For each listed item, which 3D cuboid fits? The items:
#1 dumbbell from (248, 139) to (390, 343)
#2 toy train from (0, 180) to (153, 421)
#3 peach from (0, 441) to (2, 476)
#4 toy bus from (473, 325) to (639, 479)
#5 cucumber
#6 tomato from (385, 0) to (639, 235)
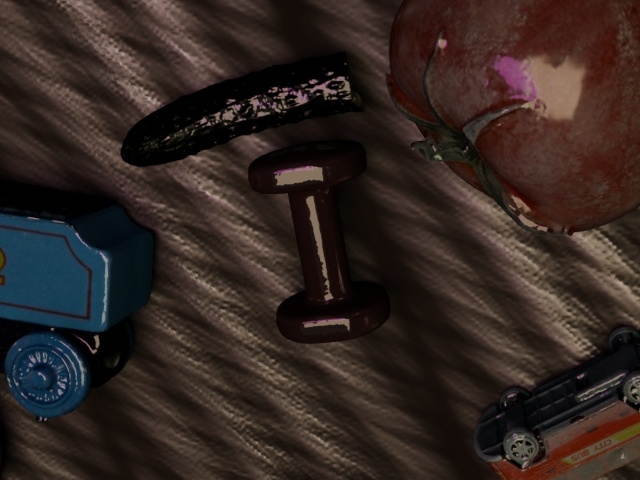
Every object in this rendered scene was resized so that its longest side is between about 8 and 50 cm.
[{"bbox_3d":[0.000,0.000,1.218,0.140,0.124,0.225,-8,105,13],"label":"dumbbell"},{"bbox_3d":[-0.373,0.061,1.281,0.300,0.188,0.265,8,103,11],"label":"toy train"},{"bbox_3d":[-0.507,0.271,1.425,0.189,0.068,0.279,25,113,13],"label":"peach"},{"bbox_3d":[0.317,0.211,1.231,0.265,0.121,0.120,-32,108,18],"label":"toy bus"},{"bbox_3d":[-0.101,-0.150,1.219,0.303,0.072,0.081,-12,104,14],"label":"cucumber"},{"bbox_3d":[0.219,-0.162,1.032,0.282,0.316,0.317,-43,96,-5],"label":"tomato"}]
